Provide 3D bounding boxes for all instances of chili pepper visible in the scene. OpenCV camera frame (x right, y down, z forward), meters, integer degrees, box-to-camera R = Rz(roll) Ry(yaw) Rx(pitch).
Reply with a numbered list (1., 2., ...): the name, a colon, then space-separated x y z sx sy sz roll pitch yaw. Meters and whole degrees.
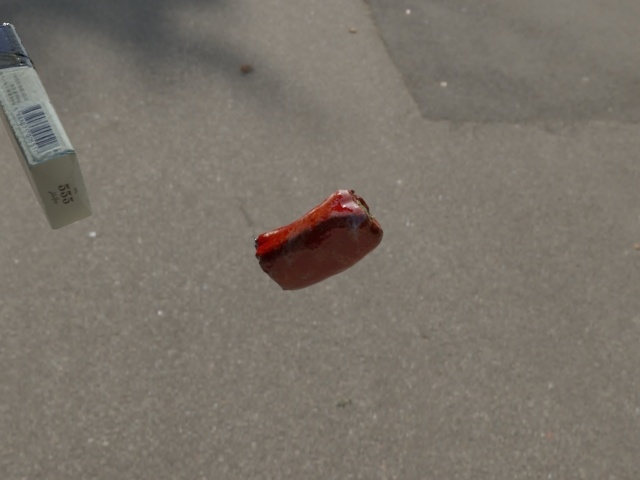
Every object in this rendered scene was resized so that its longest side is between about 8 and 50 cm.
1. chili pepper: 0.000 0.000 0.866 0.123 0.073 0.070 -31 -11 26

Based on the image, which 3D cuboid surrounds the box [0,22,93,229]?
1. box: -0.412 -0.163 1.282 0.071 0.168 0.259 -22 65 -16
